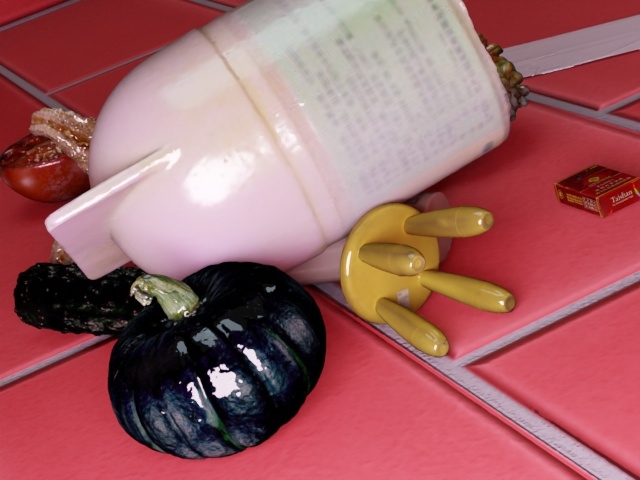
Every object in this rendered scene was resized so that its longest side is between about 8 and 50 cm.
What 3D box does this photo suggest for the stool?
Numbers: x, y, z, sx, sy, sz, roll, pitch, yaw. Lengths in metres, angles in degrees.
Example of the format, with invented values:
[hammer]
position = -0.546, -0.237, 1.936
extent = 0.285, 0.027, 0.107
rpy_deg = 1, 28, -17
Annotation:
[stool]
position = 0.090, 0.029, 1.378
extent = 0.135, 0.134, 0.110
rpy_deg = 23, -6, -38

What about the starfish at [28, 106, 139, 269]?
[starfish]
position = -0.187, -0.084, 1.738
extent = 0.312, 0.113, 0.303
rpy_deg = 11, 76, 30

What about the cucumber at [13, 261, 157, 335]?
[cucumber]
position = -0.190, 0.060, 1.591
extent = 0.303, 0.072, 0.081
rpy_deg = 0, 27, 41

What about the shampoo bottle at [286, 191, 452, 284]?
[shampoo bottle]
position = 0.000, 0.000, 1.571
extent = 0.257, 0.078, 0.127
rpy_deg = -5, 28, 26

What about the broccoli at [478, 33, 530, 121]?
[broccoli]
position = 0.081, -0.192, 1.759
extent = 0.263, 0.243, 0.247
rpy_deg = -15, 33, 24

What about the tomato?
[tomato]
position = -0.350, -0.099, 2.127
extent = 0.174, 0.082, 0.166
rpy_deg = -25, 25, -28

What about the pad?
[pad]
position = 0.305, -0.244, 2.048
extent = 0.232, 0.004, 0.156
rpy_deg = -12, 21, 17

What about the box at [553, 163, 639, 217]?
[box]
position = 0.271, -0.049, 1.545
extent = 0.051, 0.023, 0.082
rpy_deg = -24, 21, -17

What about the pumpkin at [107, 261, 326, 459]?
[pumpkin]
position = -0.085, 0.098, 1.314
extent = 0.194, 0.150, 0.194
rpy_deg = -2, 37, 1

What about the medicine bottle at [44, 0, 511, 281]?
[medicine bottle]
position = -0.056, -0.091, 1.449
extent = 0.406, 0.235, 0.236
rpy_deg = -31, 22, -5
